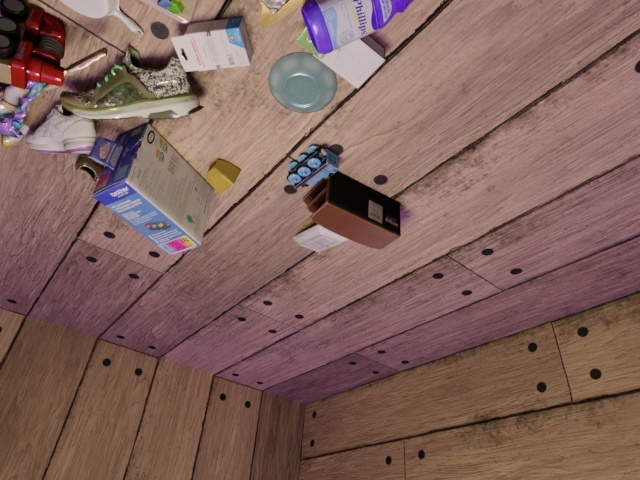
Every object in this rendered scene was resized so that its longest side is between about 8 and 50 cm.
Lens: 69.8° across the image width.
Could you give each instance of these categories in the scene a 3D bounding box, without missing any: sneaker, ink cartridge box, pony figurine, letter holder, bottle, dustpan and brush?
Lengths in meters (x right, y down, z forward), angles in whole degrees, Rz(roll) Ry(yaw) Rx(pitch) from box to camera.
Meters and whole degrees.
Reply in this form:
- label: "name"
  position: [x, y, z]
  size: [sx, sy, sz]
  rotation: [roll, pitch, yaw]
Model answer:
- label: "sneaker"
  position: [-0.530, -0.435, 1.273]
  size: [0.410, 0.158, 0.182]
  rotation: [1, 112, 8]
- label: "ink cartridge box"
  position: [0.052, -0.491, 1.151]
  size: [0.209, 0.062, 0.109]
  rotation: [28, 137, -27]
- label: "pony figurine"
  position: [-0.959, -0.393, 1.267]
  size: [0.363, 0.303, 0.351]
  rotation: [-28, 164, 31]
- label: "letter holder"
  position: [0.098, -0.080, 1.618]
  size: [0.302, 0.152, 0.214]
  rotation: [24, 141, -23]
- label: "bottle"
  position: [0.102, -0.524, 1.020]
  size: [0.283, 0.092, 0.118]
  rotation: [-24, 143, 3]
- label: "ink cartridge box"
  position: [-0.275, -0.501, 1.176]
  size: [0.180, 0.060, 0.104]
  rotation: [-2, 143, 9]
- label: "sneaker"
  position: [-0.799, -0.345, 1.424]
  size: [0.305, 0.114, 0.152]
  rotation: [4, 101, 26]
- label: "sneaker"
  position: [-0.754, -0.221, 1.590]
  size: [0.188, 0.071, 0.066]
  rotation: [29, 137, -27]
- label: "ink cartridge box"
  position: [-0.536, -0.176, 1.461]
  size: [0.151, 0.270, 0.395]
  rotation: [-17, 138, 20]
- label: "dustpan and brush"
  position: [-0.528, -0.577, 1.119]
  size: [0.147, 0.060, 0.211]
  rotation: [-21, 129, 34]

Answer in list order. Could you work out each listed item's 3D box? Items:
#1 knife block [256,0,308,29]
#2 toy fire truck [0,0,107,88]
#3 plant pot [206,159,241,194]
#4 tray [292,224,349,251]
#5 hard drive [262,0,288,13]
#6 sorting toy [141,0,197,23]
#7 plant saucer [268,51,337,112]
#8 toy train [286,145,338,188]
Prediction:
- label: "knife block"
  position: [-0.007, -0.591, 1.004]
  size: [0.242, 0.088, 0.276]
  rotation: [10, 142, -6]
- label: "toy fire truck"
  position: [-0.667, -0.475, 1.140]
  size: [0.246, 0.217, 0.158]
  rotation: [11, 143, -26]
- label: "plant pot"
  position: [-0.333, -0.222, 1.540]
  size: [0.081, 0.081, 0.083]
  rotation: [-27, 123, 35]
- label: "tray"
  position: [0.000, 0.000, 1.756]
  size: [0.145, 0.030, 0.270]
  rotation: [20, 162, -20]
- label: "hard drive"
  position: [-0.047, -0.635, 0.843]
  size: [0.339, 0.064, 0.237]
  rotation: [-38, 113, 17]
- label: "sorting toy"
  position: [-0.375, -0.578, 1.033]
  size: [0.193, 0.038, 0.208]
  rotation: [22, 171, -21]
- label: "plant saucer"
  position: [-0.051, -0.423, 1.274]
  size: [0.195, 0.037, 0.195]
  rotation: [3, 144, 2]
- label: "toy train"
  position: [-0.028, -0.232, 1.493]
  size: [0.105, 0.080, 0.184]
  rotation: [25, 139, -34]
